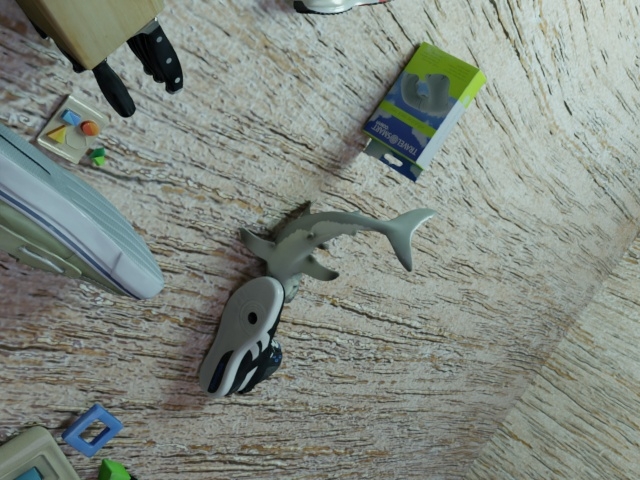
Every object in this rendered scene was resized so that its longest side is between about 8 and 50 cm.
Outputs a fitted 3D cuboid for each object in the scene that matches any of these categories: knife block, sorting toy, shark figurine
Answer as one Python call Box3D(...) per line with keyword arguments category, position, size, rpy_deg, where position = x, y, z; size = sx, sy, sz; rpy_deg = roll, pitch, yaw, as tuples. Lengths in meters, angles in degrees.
Box3D(category="knife block", position=(-0.184, -0.200, 0.591), size=(0.088, 0.275, 0.242), rpy_deg=(-45, 115, -11))
Box3D(category="sorting toy", position=(-0.398, 0.356, 0.962), size=(0.347, 0.047, 0.196), rpy_deg=(-32, 133, -22))
Box3D(category="shark figurine", position=(0.008, -0.019, 1.053), size=(0.166, 0.278, 0.116), rpy_deg=(47, 39, -27))
Box3D(category="sorting toy", position=(-0.248, -0.109, 0.783), size=(0.062, 0.012, 0.083), rpy_deg=(-54, 145, 2))

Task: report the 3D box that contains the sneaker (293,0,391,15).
Box3D(category="sneaker", position=(0.029, -0.316, 0.894), size=(0.161, 0.057, 0.075), rpy_deg=(-23, 119, -33))

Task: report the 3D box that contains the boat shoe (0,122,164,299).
Box3D(category="boat shoe", position=(-0.280, -0.017, 0.769), size=(0.094, 0.109, 0.302), rpy_deg=(-37, 136, 5))

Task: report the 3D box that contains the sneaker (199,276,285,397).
Box3D(category="sneaker", position=(-0.093, 0.140, 1.129), size=(0.121, 0.079, 0.217), rpy_deg=(1, 127, -53))

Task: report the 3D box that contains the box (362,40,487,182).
Box3D(category="box", position=(0.143, -0.186, 1.075), size=(0.178, 0.109, 0.042), rpy_deg=(-56, 149, 4))

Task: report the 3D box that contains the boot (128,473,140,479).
Box3D(category="boot", position=(-0.318, 0.392, 1.115), size=(0.099, 0.045, 0.121), rpy_deg=(-39, 142, -9))
